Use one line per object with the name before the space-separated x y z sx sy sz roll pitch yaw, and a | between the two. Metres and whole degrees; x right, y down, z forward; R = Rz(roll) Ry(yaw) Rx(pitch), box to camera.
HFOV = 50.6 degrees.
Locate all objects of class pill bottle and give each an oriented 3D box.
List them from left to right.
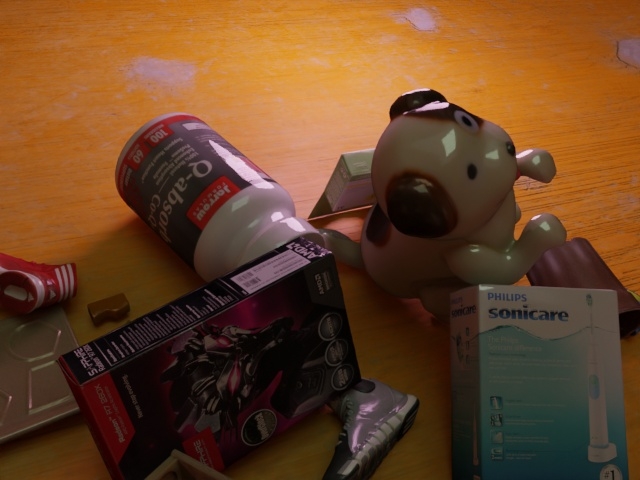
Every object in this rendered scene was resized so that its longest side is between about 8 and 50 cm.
pill bottle | -0.175 -0.050 1.183 0.210 0.210 0.363 -30 57 -35

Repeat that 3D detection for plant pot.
plant pot | 0.451 0.094 1.183 0.166 0.167 0.165 -8 57 -19

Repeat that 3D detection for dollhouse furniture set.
dollhouse furniture set | -0.166 0.367 0.790 0.123 0.144 0.151 14 34 32

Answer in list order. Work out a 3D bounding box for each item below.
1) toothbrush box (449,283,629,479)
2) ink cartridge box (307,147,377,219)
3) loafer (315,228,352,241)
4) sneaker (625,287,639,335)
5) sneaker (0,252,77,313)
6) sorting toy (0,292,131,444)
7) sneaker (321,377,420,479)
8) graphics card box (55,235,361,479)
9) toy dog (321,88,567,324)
toothbrush box | 0.308 0.217 0.978 0.216 0.126 0.296 2 80 -9
ink cartridge box | 0.087 -0.092 1.282 0.171 0.235 0.056 -13 66 -24
loafer | 0.000 0.000 1.294 0.125 0.039 0.045 11 78 -5
sneaker | 0.504 0.109 1.269 0.209 0.069 0.082 27 49 15
sneaker | -0.490 0.063 1.116 0.221 0.087 0.128 22 12 29
sorting toy | -0.417 0.189 1.017 0.307 0.041 0.229 -18 47 -28
sneaker | 0.038 0.278 0.997 0.132 0.086 0.228 30 36 25
graphics card box | -0.128 0.176 0.916 0.370 0.233 0.094 -27 29 -27
toy dog | 0.193 -0.065 1.098 0.395 0.408 0.285 11 66 12
